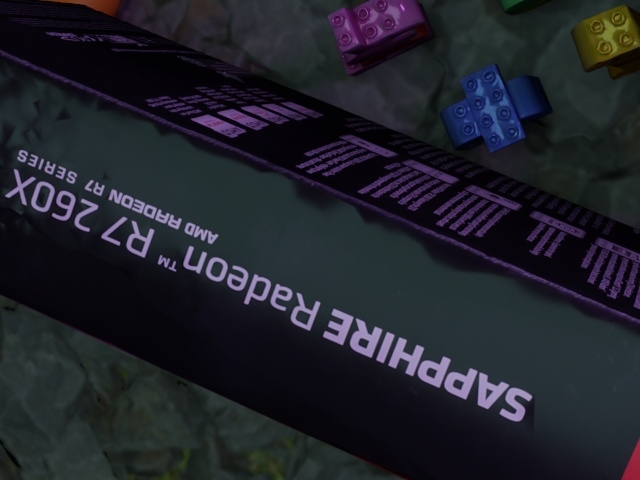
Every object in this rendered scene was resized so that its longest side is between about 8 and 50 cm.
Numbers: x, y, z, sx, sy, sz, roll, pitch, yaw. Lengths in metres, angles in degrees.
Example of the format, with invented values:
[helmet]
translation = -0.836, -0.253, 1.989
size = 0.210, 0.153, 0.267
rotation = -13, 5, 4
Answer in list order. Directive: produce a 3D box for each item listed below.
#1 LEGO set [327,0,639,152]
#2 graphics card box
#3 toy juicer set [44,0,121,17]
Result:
[LEGO set]
translation = 0.108, -0.101, 0.647
size = 0.227, 0.093, 0.087
rotation = -24, 85, 20
[graphics card box]
translation = 0.000, 0.000, 0.599
size = 0.371, 0.233, 0.094
rotation = 24, 103, 10
[toy juicer set]
translation = -0.235, -0.080, 0.794
size = 0.209, 0.089, 0.329
rotation = 37, 103, -4
